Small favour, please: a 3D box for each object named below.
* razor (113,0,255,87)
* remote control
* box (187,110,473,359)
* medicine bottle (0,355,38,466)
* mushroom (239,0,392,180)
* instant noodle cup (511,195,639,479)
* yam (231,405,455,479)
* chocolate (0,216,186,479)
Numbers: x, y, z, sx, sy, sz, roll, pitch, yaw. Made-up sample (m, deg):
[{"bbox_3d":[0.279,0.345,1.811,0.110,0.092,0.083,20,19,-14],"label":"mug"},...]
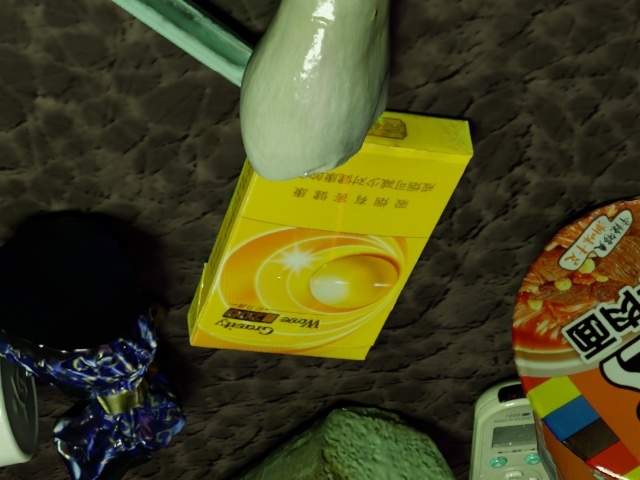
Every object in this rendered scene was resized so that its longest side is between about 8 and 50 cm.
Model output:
[{"bbox_3d":[-0.133,-0.167,1.029,0.278,0.056,0.111,32,93,-47],"label":"razor"},{"bbox_3d":[0.178,0.194,1.562,0.078,0.042,0.221,-4,142,-1],"label":"remote control"},{"bbox_3d":[0.000,0.000,1.274,0.152,0.043,0.269,6,140,-14],"label":"box"},{"bbox_3d":[-0.351,0.135,1.325,0.237,0.139,0.139,-10,143,2],"label":"medicine bottle"},{"bbox_3d":[0.000,-0.131,1.051,0.093,0.116,0.225,27,139,26],"label":"mushroom"},{"bbox_3d":[0.269,0.113,1.319,0.250,0.250,0.192,-6,152,0],"label":"instant noodle cup"},{"bbox_3d":[-0.015,0.264,1.531,0.161,0.161,0.268,23,134,-34],"label":"yam"},{"bbox_3d":[-0.164,0.114,1.339,0.126,0.148,0.343,26,156,21],"label":"chocolate"}]
